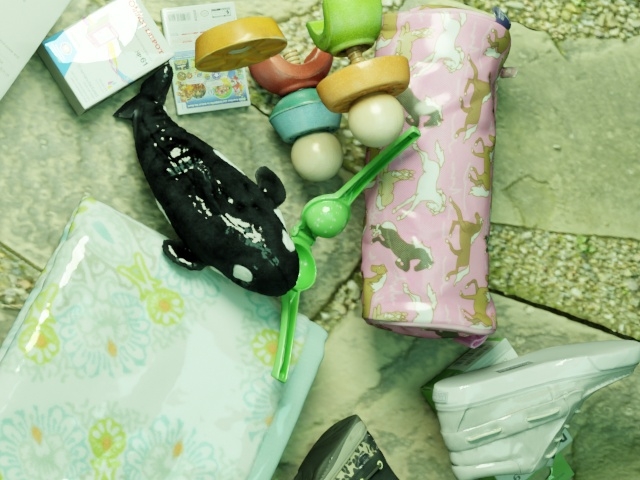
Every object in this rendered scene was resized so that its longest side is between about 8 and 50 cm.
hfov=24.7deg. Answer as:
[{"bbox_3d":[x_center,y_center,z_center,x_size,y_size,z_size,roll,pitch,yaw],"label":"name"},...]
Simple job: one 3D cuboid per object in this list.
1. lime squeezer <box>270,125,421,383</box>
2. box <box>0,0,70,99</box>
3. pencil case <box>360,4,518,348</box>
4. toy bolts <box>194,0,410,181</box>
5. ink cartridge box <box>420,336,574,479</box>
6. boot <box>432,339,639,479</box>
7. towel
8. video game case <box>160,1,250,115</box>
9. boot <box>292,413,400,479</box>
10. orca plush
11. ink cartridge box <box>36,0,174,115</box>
[{"bbox_3d":[0.000,0.000,1.607,0.059,0.110,0.310,31,85,-17],"label":"lime squeezer"},{"bbox_3d":[-0.370,-0.268,1.495,0.182,0.119,0.181,-57,141,-12],"label":"box"},{"bbox_3d":[0.134,-0.074,1.681,0.167,0.160,0.386,4,86,7],"label":"pencil case"},{"bbox_3d":[-0.023,-0.149,1.593,0.218,0.228,0.158,-14,82,-13],"label":"toy bolts"},{"bbox_3d":[0.224,0.230,1.745,0.109,0.062,0.209,-36,99,-17],"label":"ink cartridge box"},{"bbox_3d":[0.257,0.197,1.686,0.258,0.095,0.123,-13,97,-12],"label":"boot"},{"bbox_3d":[-0.194,0.183,1.564,0.321,0.090,0.374,32,67,-17],"label":"towel"},{"bbox_3d":[-0.131,-0.208,1.671,0.087,0.011,0.122,-9,90,-20],"label":"video game case"},{"bbox_3d":[0.034,0.333,1.638,0.178,0.085,0.236,48,50,-14],"label":"boot"},{"bbox_3d":[-0.116,-0.072,1.568,0.151,0.102,0.287,-19,71,-13],"label":"orca plush"},{"bbox_3d":[-0.236,-0.208,1.613,0.122,0.052,0.088,-34,97,-18],"label":"ink cartridge box"}]
